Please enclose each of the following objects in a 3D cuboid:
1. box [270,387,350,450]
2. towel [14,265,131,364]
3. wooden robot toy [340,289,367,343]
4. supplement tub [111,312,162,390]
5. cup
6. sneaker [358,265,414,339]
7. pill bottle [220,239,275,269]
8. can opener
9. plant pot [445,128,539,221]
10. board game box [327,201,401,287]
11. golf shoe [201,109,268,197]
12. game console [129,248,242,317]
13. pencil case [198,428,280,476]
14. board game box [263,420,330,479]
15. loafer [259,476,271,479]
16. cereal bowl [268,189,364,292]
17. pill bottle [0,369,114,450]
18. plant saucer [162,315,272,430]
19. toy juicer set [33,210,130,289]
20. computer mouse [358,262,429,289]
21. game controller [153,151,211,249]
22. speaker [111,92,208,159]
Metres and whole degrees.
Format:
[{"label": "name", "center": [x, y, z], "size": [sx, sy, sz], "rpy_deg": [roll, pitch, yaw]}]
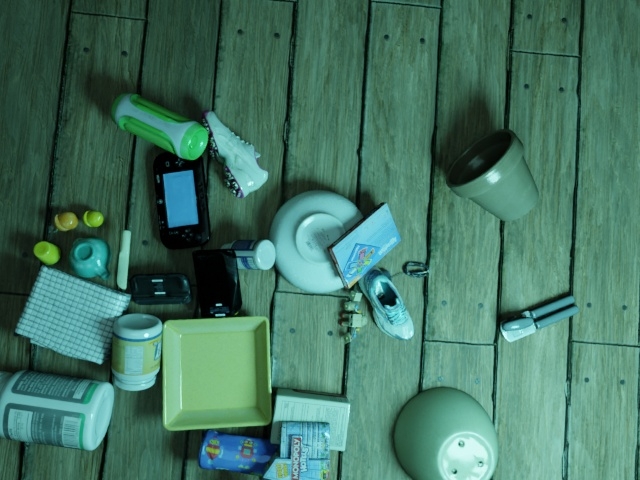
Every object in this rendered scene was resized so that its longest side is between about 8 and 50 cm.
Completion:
[{"label": "box", "center": [-0.033, 0.557, 1.757], "size": [0.232, 0.127, 0.149], "rpy_deg": [8, 87, -3]}, {"label": "towel", "center": [-0.762, 0.231, 1.743], "size": [0.283, 0.121, 0.235], "rpy_deg": [20, 87, -4]}, {"label": "wooden robot toy", "center": [0.117, 0.251, 1.832], "size": [0.078, 0.076, 0.174], "rpy_deg": [8, 84, -38]}, {"label": "supplement tub", "center": [-0.561, 0.338, 1.713], "size": [0.144, 0.144, 0.200], "rpy_deg": [7, 106, -3]}, {"label": "cup", "center": [0.411, 0.641, 1.725], "size": [0.330, 0.237, 0.332], "rpy_deg": [0, 87, -4]}, {"label": "sneaker", "center": [0.218, 0.216, 1.779], "size": [0.110, 0.122, 0.283], "rpy_deg": [-37, 107, -8]}, {"label": "pill bottle", "center": [-0.233, 0.044, 1.767], "size": [0.169, 0.094, 0.094], "rpy_deg": [0, 85, 33]}, {"label": "can opener", "center": [0.725, 0.258, 1.849], "size": [0.280, 0.093, 0.074], "rpy_deg": [-20, 87, -9]}, {"label": "plant pot", "center": [0.574, -0.188, 1.810], "size": [0.229, 0.263, 0.263], "rpy_deg": [44, 84, -19]}, {"label": "board game box", "center": [0.142, 0.011, 1.756], "size": [0.281, 0.027, 0.145], "rpy_deg": [-39, 114, -34]}, {"label": "golf shoe", "center": [-0.281, -0.292, 1.824], "size": [0.140, 0.115, 0.307], "rpy_deg": [-27, 90, -20]}, {"label": "game console", "center": [-0.427, 0.136, 1.757], "size": [0.360, 0.044, 0.214], "rpy_deg": [-3, 103, 9]}, {"label": "pencil case", "center": [-0.229, 0.667, 1.741], "size": [0.305, 0.133, 0.120], "rpy_deg": [10, 53, -4]}, {"label": "board game box", "center": [-0.071, 0.640, 1.659], "size": [0.193, 0.060, 0.194], "rpy_deg": [2, 91, -5]}, {"label": "loafer", "center": [-0.108, 0.805, 1.698], "size": [0.109, 0.303, 0.095], "rpy_deg": [-37, 45, -19]}, {"label": "cereal bowl", "center": [0.000, 0.000, 1.794], "size": [0.338, 0.141, 0.340], "rpy_deg": [0, 86, -5]}, {"label": "pill bottle", "center": [-0.827, 0.498, 1.674], "size": [0.360, 0.204, 0.205], "rpy_deg": [10, 85, -3]}, {"label": "plant saucer", "center": [-0.322, 0.412, 1.766], "size": [0.332, 0.081, 0.333], "rpy_deg": [-2, 82, -4]}, {"label": "toy juicer set", "center": [-0.716, 0.017, 1.780], "size": [0.328, 0.089, 0.209], "rpy_deg": [18, 72, 6]}, {"label": "computer mouse", "center": [0.244, 0.122, 1.849], "size": [0.241, 0.041, 0.071], "rpy_deg": [-16, 86, -5]}, {"label": "game controller", "center": [-0.447, -0.133, 1.811], "size": [0.166, 0.067, 0.320], "rpy_deg": [-7, 86, -4]}, {"label": "speaker", "center": [-0.506, -0.360, 1.765], "size": [0.296, 0.131, 0.131], "rpy_deg": [26, 85, 14]}]
